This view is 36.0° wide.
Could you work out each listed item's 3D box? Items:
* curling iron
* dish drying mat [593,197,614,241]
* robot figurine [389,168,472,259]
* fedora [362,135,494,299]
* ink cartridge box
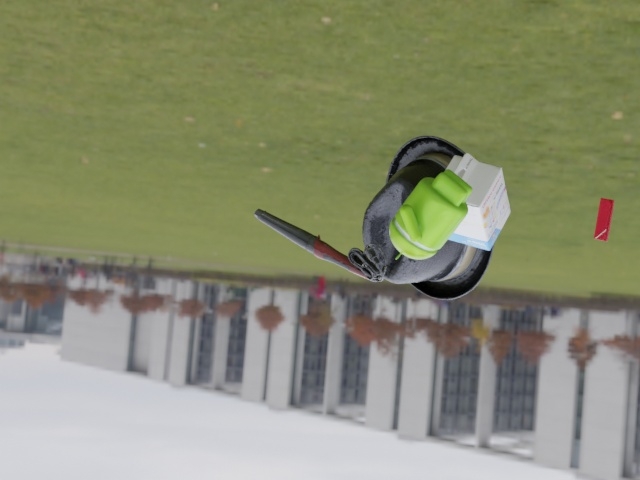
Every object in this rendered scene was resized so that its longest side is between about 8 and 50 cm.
[{"bbox_3d":[0.000,0.000,1.670,0.274,0.068,0.035,25,-146,30],"label":"curling iron"},{"bbox_3d":[0.563,-0.042,1.955,0.008,0.083,0.032,2,-172,-39],"label":"dish drying mat"},{"bbox_3d":[0.125,-0.026,1.144,0.067,0.115,0.101,39,-156,8],"label":"robot figurine"},{"bbox_3d":[0.184,-0.029,1.910,0.152,0.334,0.334,-18,-168,-37],"label":"fedora"},{"bbox_3d":[0.253,-0.068,1.654,0.090,0.092,0.143,18,153,29],"label":"ink cartridge box"}]
